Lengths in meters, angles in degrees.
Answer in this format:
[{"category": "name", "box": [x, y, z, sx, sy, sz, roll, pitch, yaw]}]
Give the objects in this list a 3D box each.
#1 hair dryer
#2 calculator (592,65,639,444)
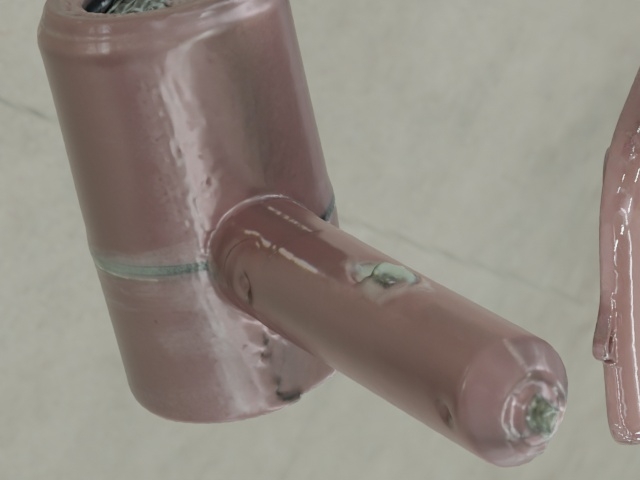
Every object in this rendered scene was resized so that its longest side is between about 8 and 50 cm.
[{"category": "hair dryer", "box": [0.000, 0.000, 0.864, 0.125, 0.352, 0.210, -24, 117, -24]}, {"category": "calculator", "box": [0.203, -0.039, 1.002, 0.330, 0.048, 0.220, -53, 145, -44]}]
